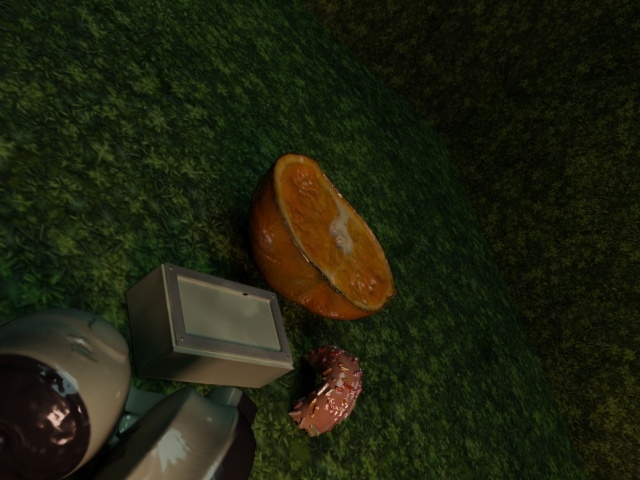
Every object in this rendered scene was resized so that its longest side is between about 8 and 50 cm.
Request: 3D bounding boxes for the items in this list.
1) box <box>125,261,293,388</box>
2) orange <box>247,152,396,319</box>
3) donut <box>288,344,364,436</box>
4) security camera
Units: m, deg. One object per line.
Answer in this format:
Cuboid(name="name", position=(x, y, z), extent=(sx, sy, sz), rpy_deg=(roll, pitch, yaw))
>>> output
Cuboid(name="box", position=(-0.151, 0.129, 0.853), extent=(0.225, 0.086, 0.129), rpy_deg=(22, 41, -48))
Cuboid(name="orange", position=(-0.002, -0.002, 1.073), extent=(0.274, 0.274, 0.310), rpy_deg=(-89, 170, -50))
Cuboid(name="donut", position=(0.015, 0.233, 0.975), extent=(0.065, 0.117, 0.166), rpy_deg=(46, 27, -28))
Cuboid(name="security camera", position=(-0.220, 0.181, 0.580), extent=(0.277, 0.197, 0.191), rpy_deg=(44, 18, -7))
